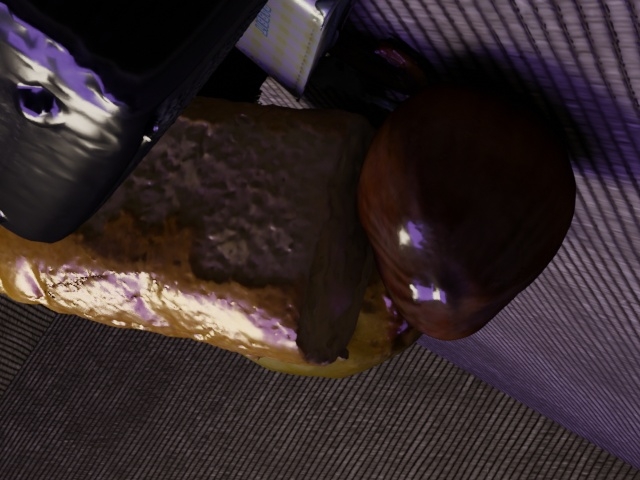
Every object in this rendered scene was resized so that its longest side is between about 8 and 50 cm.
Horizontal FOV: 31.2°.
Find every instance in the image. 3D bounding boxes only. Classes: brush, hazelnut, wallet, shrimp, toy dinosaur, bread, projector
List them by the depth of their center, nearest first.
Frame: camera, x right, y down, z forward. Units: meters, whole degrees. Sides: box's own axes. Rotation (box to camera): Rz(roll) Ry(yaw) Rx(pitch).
[{"bbox_3d":[-0.243,-0.212,0.749,0.395,0.242,0.405,40,159,-10],"label":"projector"},{"bbox_3d":[-0.114,-0.252,0.922,0.309,0.077,0.223,35,170,0],"label":"wallet"},{"bbox_3d":[0.125,-0.025,0.951,0.210,0.186,0.210,52,153,42],"label":"hazelnut"},{"bbox_3d":[0.043,-0.166,1.019,0.127,0.025,0.091,27,172,13],"label":"shrimp"},{"bbox_3d":[-0.131,-0.020,1.086,0.375,0.237,0.165,8,177,25],"label":"bread"},{"bbox_3d":[0.020,-0.162,1.124,0.106,0.044,0.187,19,-177,-32],"label":"toy dinosaur"},{"bbox_3d":[-0.127,-0.196,1.174,0.059,0.123,0.197,25,171,32],"label":"brush"}]

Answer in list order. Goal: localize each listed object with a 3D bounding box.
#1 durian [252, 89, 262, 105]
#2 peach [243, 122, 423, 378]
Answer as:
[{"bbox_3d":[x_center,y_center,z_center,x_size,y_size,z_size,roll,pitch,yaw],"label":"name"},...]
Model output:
[{"bbox_3d":[-0.153,-0.207,1.372,0.137,0.095,0.220,-10,-155,-42],"label":"durian"},{"bbox_3d":[-0.007,-0.002,1.282,0.316,0.314,0.281,-99,-10,-49],"label":"peach"}]
